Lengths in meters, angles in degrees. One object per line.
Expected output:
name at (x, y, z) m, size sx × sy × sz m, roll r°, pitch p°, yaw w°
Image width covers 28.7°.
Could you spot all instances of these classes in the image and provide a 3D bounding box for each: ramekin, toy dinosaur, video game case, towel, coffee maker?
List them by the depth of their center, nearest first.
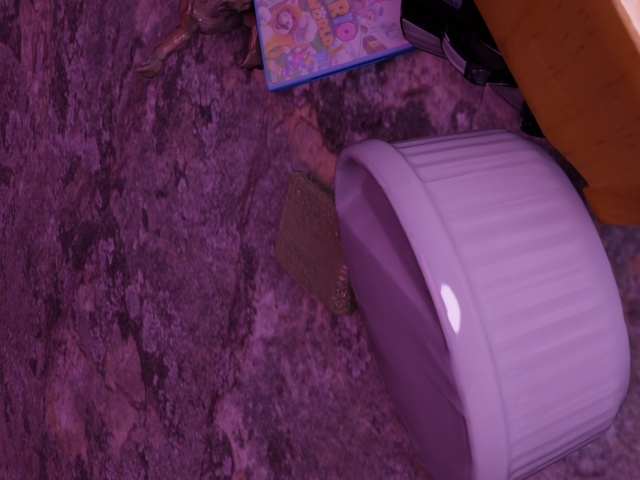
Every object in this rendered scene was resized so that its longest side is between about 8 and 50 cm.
ramekin at (0.113, 0.044, 0.890) m, size 0.273 × 0.127 × 0.272 m, roll 162°, pitch 90°, yaw -81°
coffee maker at (0.150, -0.185, 0.909) m, size 0.178 × 0.120 × 0.171 m, roll 46°, pitch 113°, yaw 44°
video game case at (0.016, -0.211, 1.124) m, size 0.166 × 0.015 × 0.119 m, roll -13°, pitch 81°, yaw 28°
towel at (0.000, 0.000, 1.237) m, size 0.148 × 0.027 × 0.110 m, roll 39°, pitch 125°, yaw 51°
toy dinosaur at (-0.104, -0.288, 1.292) m, size 0.296 × 0.127 × 0.200 m, roll -30°, pitch 61°, yaw 50°

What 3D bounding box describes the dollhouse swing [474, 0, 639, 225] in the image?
dollhouse swing at (0.237, -0.230, 0.668) m, size 0.346 × 0.305 × 0.315 m, roll 61°, pitch 178°, yaw -2°
